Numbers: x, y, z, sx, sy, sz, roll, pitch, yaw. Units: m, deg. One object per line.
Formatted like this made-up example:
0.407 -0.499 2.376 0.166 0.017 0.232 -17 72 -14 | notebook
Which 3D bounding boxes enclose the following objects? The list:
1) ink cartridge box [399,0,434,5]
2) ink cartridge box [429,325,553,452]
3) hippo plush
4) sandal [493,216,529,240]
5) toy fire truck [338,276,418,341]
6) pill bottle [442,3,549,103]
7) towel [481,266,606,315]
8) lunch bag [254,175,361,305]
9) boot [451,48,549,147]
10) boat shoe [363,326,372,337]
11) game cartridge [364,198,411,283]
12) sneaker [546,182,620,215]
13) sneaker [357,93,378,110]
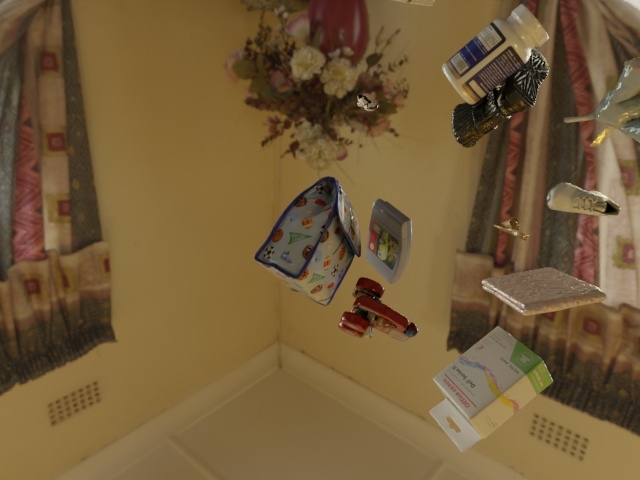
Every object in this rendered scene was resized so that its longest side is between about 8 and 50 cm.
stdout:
0.266 -0.865 1.654 0.218 0.092 0.158 0 -151 -20 | ink cartridge box
0.503 0.457 1.510 0.353 0.119 0.207 -38 -150 -4 | ink cartridge box
0.891 -0.385 1.305 0.236 0.294 0.234 -39 -99 -23 | hippo plush
0.889 -0.065 2.219 0.088 0.079 0.240 25 -172 -14 | sandal
0.212 0.269 1.698 0.254 0.302 0.169 24 -108 6 | toy fire truck
0.499 -0.532 1.393 0.265 0.153 0.153 -37 -172 28 | pill bottle
0.844 0.193 1.866 0.332 0.053 0.317 -9 -165 -10 | towel
0.000 0.000 1.751 0.239 0.328 0.385 23 -105 27 | lunch bag
0.570 -0.473 1.569 0.260 0.131 0.348 -35 -163 53 | boot
0.180 0.319 1.922 0.045 0.135 0.050 -5 164 18 | boat shoe
0.256 0.012 1.828 0.060 0.294 0.196 -21 -137 -30 | game cartridge
0.993 -0.149 1.827 0.297 0.111 0.129 3 -164 -16 | sneaker
0.176 -0.525 1.844 0.040 0.044 0.109 -36 -134 -21 | sneaker
